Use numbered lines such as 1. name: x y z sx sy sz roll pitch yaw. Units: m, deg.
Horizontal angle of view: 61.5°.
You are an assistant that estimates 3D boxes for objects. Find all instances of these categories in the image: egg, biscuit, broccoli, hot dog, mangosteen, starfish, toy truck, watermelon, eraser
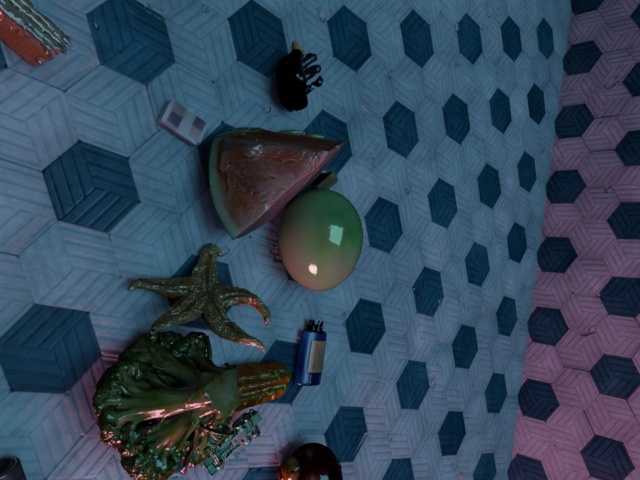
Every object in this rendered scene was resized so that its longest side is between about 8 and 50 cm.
1. egg: 0.000 0.000 1.401 0.221 0.221 0.269 -7 106 -44
2. biscuit: -0.556 -0.404 0.929 0.239 0.108 0.061 43 65 -36
3. broccoli: -0.292 0.337 1.096 0.321 0.284 0.303 -41 109 -56
4. hot dog: -0.182 0.363 1.348 0.269 0.072 0.115 -6 88 -43
5. mangosteen: -0.038 0.640 1.441 0.200 0.200 0.199 -2 93 -44
6. starfish: -0.265 0.139 1.195 0.303 0.060 0.299 -5 56 -37
7. toy truck: -0.224 0.472 1.294 0.175 0.081 0.067 -38 117 -31
8. watermelon: -0.129 -0.195 1.305 0.222 0.319 0.292 45 16 -3
9. eraser: -0.313 -0.267 1.225 0.105 0.026 0.064 32 67 -39

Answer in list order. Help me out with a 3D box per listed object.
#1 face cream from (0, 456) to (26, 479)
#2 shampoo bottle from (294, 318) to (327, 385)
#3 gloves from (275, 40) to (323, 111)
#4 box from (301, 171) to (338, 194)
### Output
1. face cream: -0.553 0.540 0.990 0.073 0.073 0.283 -21 106 -42
2. shampoo bottle: -0.024 0.312 1.509 0.087 0.050 0.182 12 83 -41
3. gloves: -0.066 -0.442 1.426 0.129 0.106 0.180 43 34 -38
4. box: -0.004 -0.157 1.491 0.083 0.079 0.035 -45 119 -34
